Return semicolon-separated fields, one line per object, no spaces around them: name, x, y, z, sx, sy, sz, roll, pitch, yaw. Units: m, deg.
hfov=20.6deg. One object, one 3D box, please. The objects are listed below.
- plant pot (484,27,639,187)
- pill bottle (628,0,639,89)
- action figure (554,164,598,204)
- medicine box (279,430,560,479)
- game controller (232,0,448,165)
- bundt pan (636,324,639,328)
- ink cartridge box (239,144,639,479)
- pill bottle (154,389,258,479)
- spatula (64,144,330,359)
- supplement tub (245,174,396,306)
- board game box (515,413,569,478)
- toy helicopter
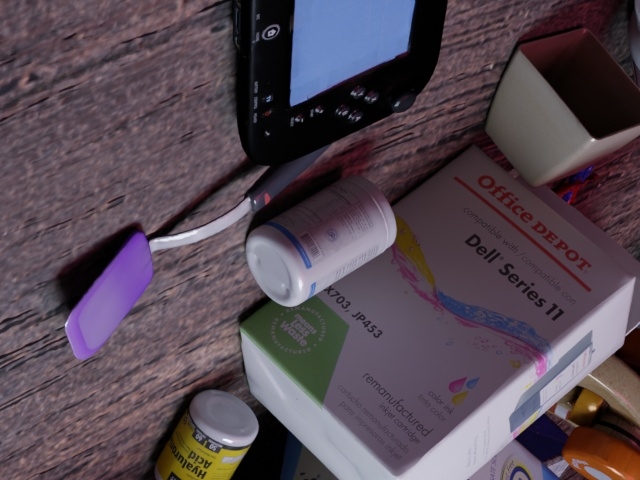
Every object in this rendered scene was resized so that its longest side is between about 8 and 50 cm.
plant pot;0.211;-0.108;1.543;0.109;0.109;0.096;-20;156;-45
pill bottle;0.348;-0.175;1.630;0.121;0.121;0.221;-44;156;-5
action figure;0.263;-0.065;1.783;0.038;0.030;0.115;-23;150;-50
medicine box;0.091;0.295;1.649;0.149;0.264;0.289;-12;144;32
game controller;0.017;-0.172;1.165;0.166;0.067;0.319;-35;153;-24
bundt pan;0.506;0.027;2.204;0.331;0.124;0.331;-36;155;-20
ink cartridge box;0.128;0.060;1.536;0.353;0.207;0.119;-38;152;-21
pill bottle;-0.106;0.192;1.539;0.065;0.065;0.116;-12;139;-52
spatula;-0.075;-0.019;1.300;0.296;0.030;0.084;-38;156;-18
supplement tub;0.000;0.000;1.402;0.107;0.071;0.071;-30;152;-31
board game box;0.121;0.314;2.007;0.232;0.141;0.291;-9;137;-54
toy helicopter;0.193;0.128;1.743;0.140;0.235;0.355;-59;-165;-14
